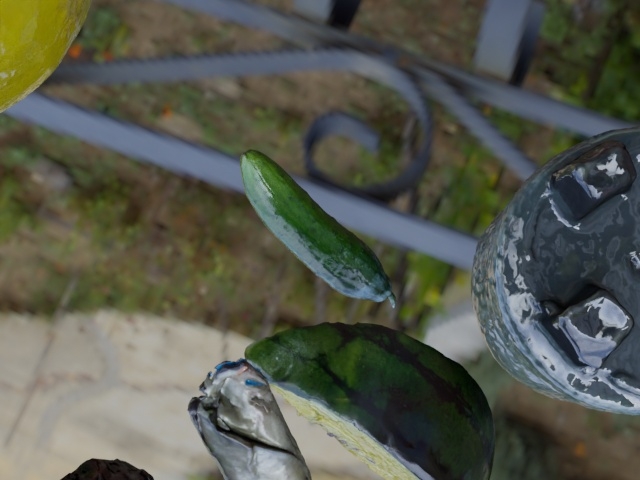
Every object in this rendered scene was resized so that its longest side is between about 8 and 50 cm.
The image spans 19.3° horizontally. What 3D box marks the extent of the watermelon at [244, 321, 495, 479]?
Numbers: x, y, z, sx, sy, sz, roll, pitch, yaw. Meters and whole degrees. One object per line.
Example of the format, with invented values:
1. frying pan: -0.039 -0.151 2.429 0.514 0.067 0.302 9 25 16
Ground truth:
1. watermelon: 0.069 0.166 1.660 0.129 0.123 0.301 -8 141 41

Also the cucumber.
1. cucumber: 0.000 0.000 1.822 0.056 0.056 0.250 -5 142 48

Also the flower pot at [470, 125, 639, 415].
1. flower pot: 0.305 0.046 1.828 0.299 0.299 0.283 25 168 -4

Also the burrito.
1. burrito: -0.031 0.146 1.156 0.051 0.042 0.171 -25 124 1

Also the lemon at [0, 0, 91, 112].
1. lemon: -0.350 -0.243 1.541 0.348 0.348 0.348 20 156 9

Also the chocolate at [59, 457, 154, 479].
1. chocolate: -0.114 0.222 1.128 0.133 0.156 0.156 32 163 31
